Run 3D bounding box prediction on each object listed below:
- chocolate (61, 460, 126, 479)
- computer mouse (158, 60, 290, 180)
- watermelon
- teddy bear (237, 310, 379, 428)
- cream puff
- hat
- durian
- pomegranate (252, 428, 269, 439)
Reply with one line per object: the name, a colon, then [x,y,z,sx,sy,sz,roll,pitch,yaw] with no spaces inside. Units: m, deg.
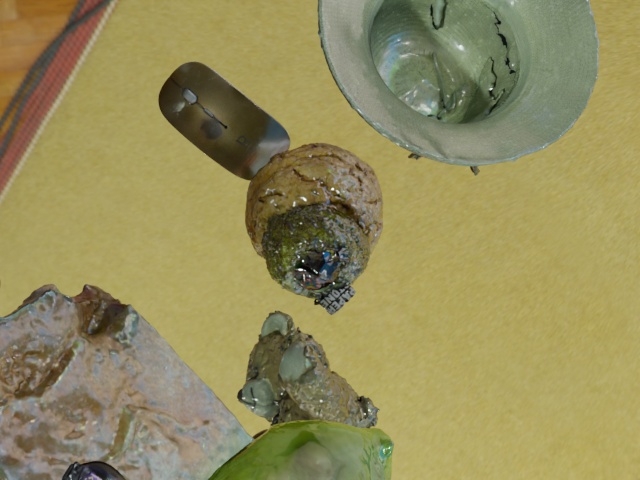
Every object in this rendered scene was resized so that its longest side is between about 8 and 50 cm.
chocolate: [-0.196,0.263,0.860,0.070,0.072,0.147,31,104,64]
computer mouse: [-0.134,-0.166,1.439,0.199,0.045,0.102,39,102,-18]
watermelon: [-0.239,0.182,1.032,0.151,0.264,0.302,-23,102,48]
teddy bear: [-0.035,0.228,1.513,0.256,0.156,0.267,38,127,51]
cream puff: [0.000,0.000,1.212,0.183,0.169,0.183,-5,128,-6]
hat: [0.109,-0.167,0.928,0.257,0.257,0.130,56,161,5]
durian: [-0.024,0.213,0.750,0.139,0.250,0.101,46,126,8]
pomegranate: [-0.054,0.366,1.629,0.138,0.125,0.163,39,152,-30]
